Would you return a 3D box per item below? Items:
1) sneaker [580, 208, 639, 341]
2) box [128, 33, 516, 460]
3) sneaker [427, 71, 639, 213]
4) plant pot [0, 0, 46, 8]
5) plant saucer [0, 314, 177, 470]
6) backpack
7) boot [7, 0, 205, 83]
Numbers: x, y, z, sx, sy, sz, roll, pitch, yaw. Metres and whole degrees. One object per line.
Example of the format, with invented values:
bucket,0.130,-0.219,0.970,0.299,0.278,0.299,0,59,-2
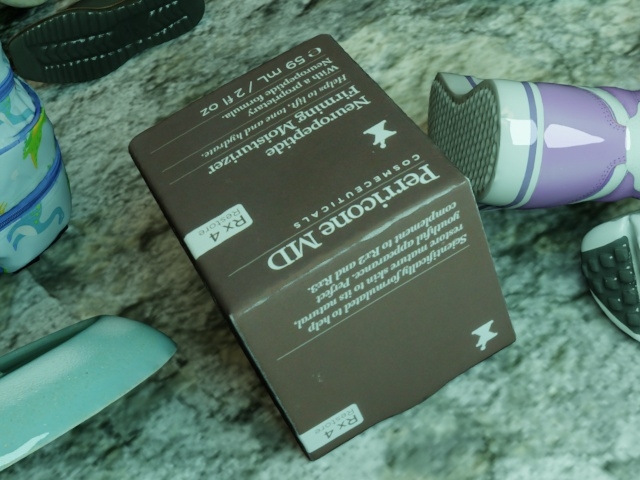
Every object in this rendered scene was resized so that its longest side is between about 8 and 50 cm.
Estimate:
sneaker,0.309,0.015,0.700,0.292,0.110,0.118,1,24,32
box,0.000,0.000,0.780,0.168,0.167,0.203,-30,45,-7
sneaker,0.164,-0.063,0.788,0.161,0.102,0.282,0,10,-7
plant pot,-0.510,-0.339,1.238,0.305,0.334,0.333,-25,43,16
plant saucer,-0.242,0.122,0.719,0.318,0.043,0.317,-26,4,2
backpack,-0.375,-0.081,0.977,0.290,0.273,0.355,-27,54,-32
boot,-0.230,-0.235,1.175,0.198,0.076,0.137,-19,38,-14
